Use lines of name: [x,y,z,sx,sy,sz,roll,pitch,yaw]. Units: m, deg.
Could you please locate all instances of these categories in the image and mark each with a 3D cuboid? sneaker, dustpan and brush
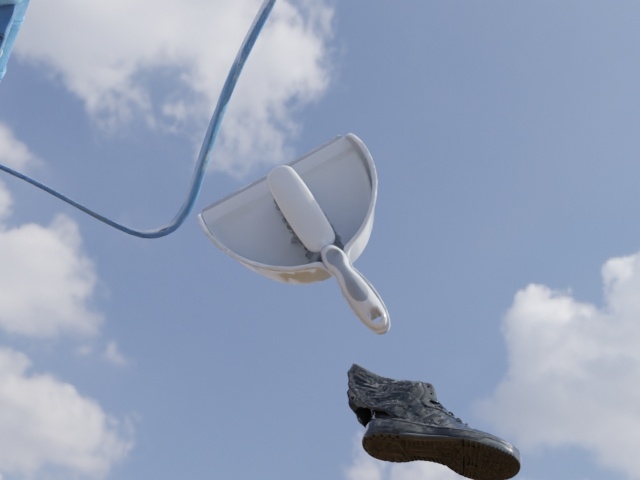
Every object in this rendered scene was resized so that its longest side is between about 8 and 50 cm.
sneaker: [0.101,0.165,0.817,0.170,0.089,0.051,6,-55,12]
dustpan and brush: [0.000,0.000,0.663,0.147,0.211,0.060,-29,-34,-6]

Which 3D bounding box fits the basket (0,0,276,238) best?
basket: [-0.172,-0.165,0.541,0.289,0.254,0.201,24,-5,-16]
